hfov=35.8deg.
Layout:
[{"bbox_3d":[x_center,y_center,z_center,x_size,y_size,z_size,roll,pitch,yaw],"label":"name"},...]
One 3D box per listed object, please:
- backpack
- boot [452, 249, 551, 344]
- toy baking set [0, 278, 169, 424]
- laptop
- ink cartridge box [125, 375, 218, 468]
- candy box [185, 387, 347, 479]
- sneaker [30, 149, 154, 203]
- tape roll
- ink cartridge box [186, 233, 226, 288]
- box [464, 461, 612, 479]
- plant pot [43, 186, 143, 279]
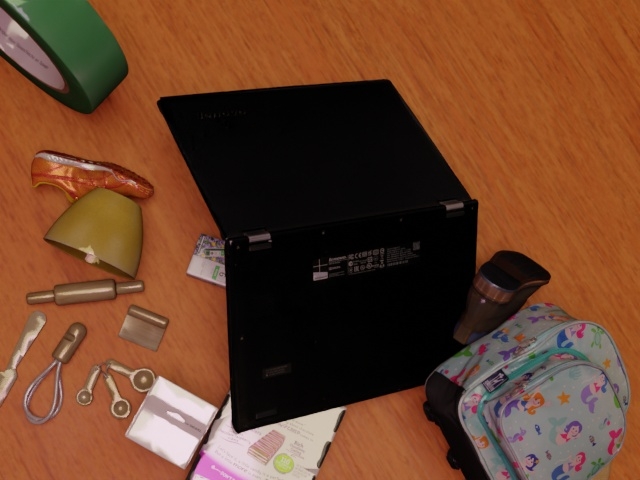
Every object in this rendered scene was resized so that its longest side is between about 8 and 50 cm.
[{"bbox_3d":[0.296,0.215,1.331,0.253,0.191,0.225,-35,113,-19],"label":"backpack"},{"bbox_3d":[0.254,0.080,1.411,0.082,0.219,0.106,38,114,23],"label":"boot"},{"bbox_3d":[-0.338,0.152,1.372,0.256,0.030,0.197,-2,79,-8],"label":"toy baking set"},{"bbox_3d":[0.000,0.000,1.392,0.382,0.236,0.408,-9,108,-27],"label":"laptop"},{"bbox_3d":[-0.197,0.242,1.313,0.092,0.143,0.090,29,77,0],"label":"ink cartridge box"},{"bbox_3d":[-0.085,0.301,1.352,0.159,0.071,0.233,27,77,-2],"label":"candy box"},{"bbox_3d":[-0.324,-0.081,1.414,0.175,0.064,0.067,13,99,-1],"label":"sneaker"},{"bbox_3d":[-0.399,-0.305,1.307,0.321,0.321,0.077,40,77,2],"label":"tape roll"},{"bbox_3d":[-0.128,0.038,1.421,0.115,0.029,0.063,19,77,-2],"label":"ink cartridge box"},{"bbox_3d":[0.323,0.300,1.429,0.201,0.021,0.164,17,77,-3],"label":"box"},{"bbox_3d":[-0.296,-0.016,1.356,0.134,0.134,0.095,23,78,-2],"label":"plant pot"}]
